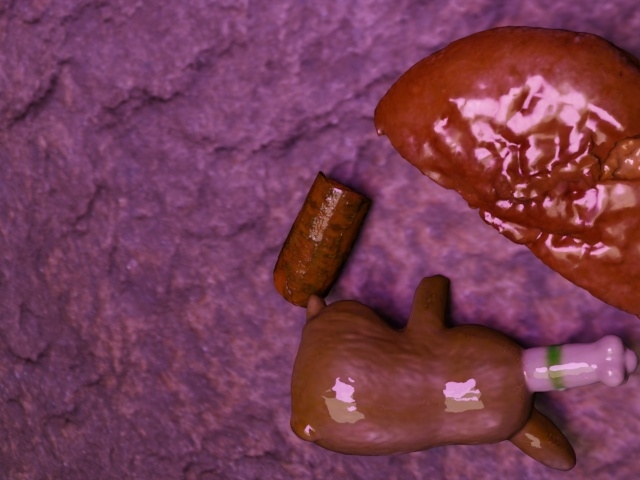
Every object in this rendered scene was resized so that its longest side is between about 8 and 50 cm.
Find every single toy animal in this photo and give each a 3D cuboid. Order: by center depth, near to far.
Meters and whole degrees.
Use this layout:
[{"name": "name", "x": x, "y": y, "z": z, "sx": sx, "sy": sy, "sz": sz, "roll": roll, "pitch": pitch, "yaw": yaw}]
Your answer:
[{"name": "toy animal", "x": 0.150, "y": 0.155, "z": 0.882, "sx": 0.363, "sy": 0.180, "sz": 0.181, "roll": -3, "pitch": 117, "yaw": 6}]

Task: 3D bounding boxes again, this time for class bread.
[{"name": "bread", "x": 0.238, "y": -0.089, "z": 0.712, "sx": 0.340, "sy": 0.194, "sz": 0.179, "roll": 37, "pitch": 117, "yaw": 8}]

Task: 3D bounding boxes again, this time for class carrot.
[{"name": "carrot", "x": 0.000, "y": 0.000, "z": 0.940, "sx": 0.082, "sy": 0.082, "sz": 0.173, "roll": 33, "pitch": 115, "yaw": 13}]
